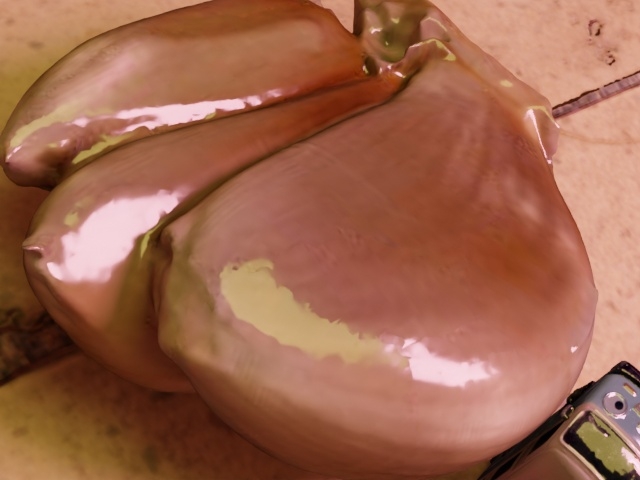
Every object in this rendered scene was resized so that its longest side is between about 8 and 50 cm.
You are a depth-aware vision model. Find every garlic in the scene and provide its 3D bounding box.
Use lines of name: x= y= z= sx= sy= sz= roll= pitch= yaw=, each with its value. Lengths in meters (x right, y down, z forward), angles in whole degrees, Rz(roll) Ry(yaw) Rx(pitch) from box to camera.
garlic: x=0.000 y=-0.001 z=0.797 sx=0.279 sy=0.132 sz=0.325 roll=36 pitch=45 yaw=16

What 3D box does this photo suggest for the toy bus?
toy bus: x=0.119 y=0.118 z=0.805 sx=0.060 sy=0.123 sz=0.075 roll=47 pitch=51 yaw=5
